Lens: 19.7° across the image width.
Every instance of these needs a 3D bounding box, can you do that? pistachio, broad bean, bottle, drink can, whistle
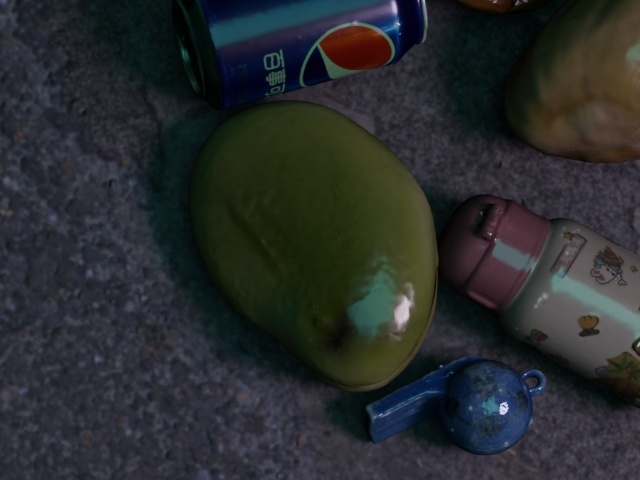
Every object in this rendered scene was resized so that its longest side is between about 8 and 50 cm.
[{"bbox_3d":[0.290,-0.170,1.596,0.293,0.181,0.162,-36,128,-8],"label":"pistachio"},{"bbox_3d":[0.000,0.000,1.543,0.189,0.121,0.263,-35,88,4],"label":"broad bean"},{"bbox_3d":[0.218,0.048,1.580,0.253,0.120,0.120,29,80,-4],"label":"bottle"},{"bbox_3d":[-0.018,-0.188,1.563,0.205,0.118,0.118,-17,87,-11],"label":"drink can"},{"bbox_3d":[0.123,0.150,1.569,0.158,0.090,0.090,-26,89,-11],"label":"whistle"}]

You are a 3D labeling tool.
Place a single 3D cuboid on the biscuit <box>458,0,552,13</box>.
[{"bbox_3d":[0.150,-0.299,1.611,0.212,0.036,0.212,8,74,-30],"label":"biscuit"}]
